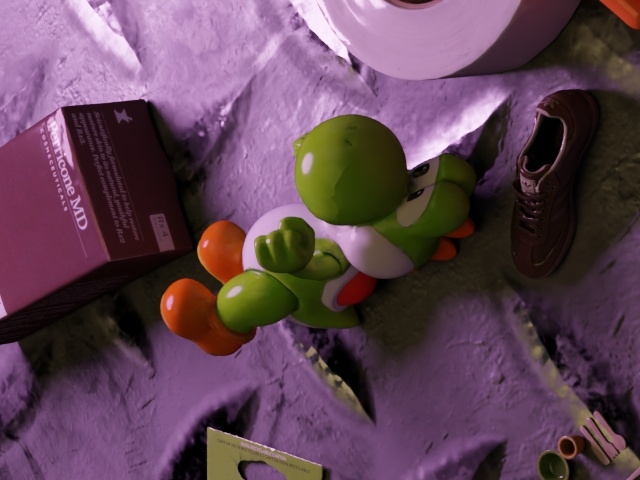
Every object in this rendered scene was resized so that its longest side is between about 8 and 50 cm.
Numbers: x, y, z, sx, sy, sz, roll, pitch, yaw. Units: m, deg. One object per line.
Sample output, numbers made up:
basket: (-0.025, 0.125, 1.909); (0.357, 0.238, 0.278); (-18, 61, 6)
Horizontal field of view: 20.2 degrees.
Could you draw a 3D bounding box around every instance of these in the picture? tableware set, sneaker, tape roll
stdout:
tableware set: (0.269, 0.245, 1.693); (0.154, 0.024, 0.104); (54, 129, 22)
sneaker: (0.200, -0.051, 1.674); (0.066, 0.071, 0.188); (26, 113, 37)
tape roll: (0.116, -0.294, 1.693); (0.286, 0.100, 0.286); (9, 104, 42)

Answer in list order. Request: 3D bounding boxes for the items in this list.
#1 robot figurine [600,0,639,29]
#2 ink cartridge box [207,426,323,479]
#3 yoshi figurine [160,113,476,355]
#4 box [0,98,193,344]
robot figurine: (0.296, -0.266, 1.511); (0.219, 0.158, 0.128); (37, 142, 33)
ink cartridge box: (-0.098, 0.358, 2.004); (0.189, 0.097, 0.255); (13, 107, 41)
yoshi figurine: (-0.015, -0.024, 1.803); (0.362, 0.203, 0.203); (-27, 72, 39)
box: (-0.338, -0.008, 2.141); (0.381, 0.143, 0.191); (-27, 78, 40)
